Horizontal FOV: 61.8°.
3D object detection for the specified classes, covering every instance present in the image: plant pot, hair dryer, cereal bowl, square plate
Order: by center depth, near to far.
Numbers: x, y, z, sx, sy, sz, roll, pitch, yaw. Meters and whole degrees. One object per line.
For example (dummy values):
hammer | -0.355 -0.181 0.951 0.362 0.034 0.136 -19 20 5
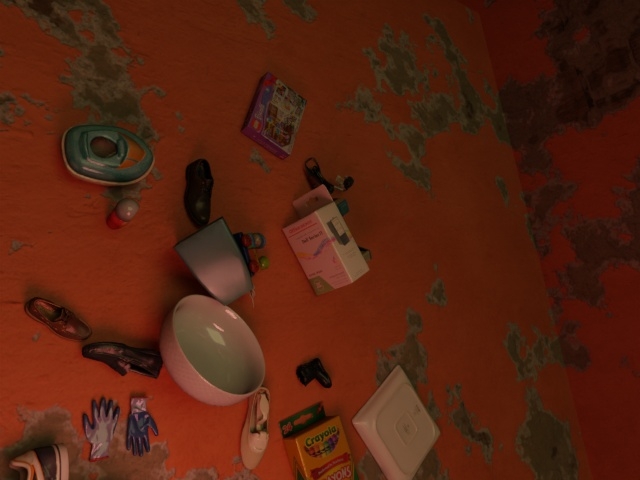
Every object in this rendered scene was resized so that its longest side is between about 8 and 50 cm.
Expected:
cereal bowl | -0.326 0.330 1.535 0.339 0.141 0.339 40 22 -20
plant pot | -0.309 0.068 1.638 0.165 0.165 0.234 -32 100 -7
square plate | 0.309 0.710 2.025 0.344 0.049 0.347 -37 99 -42
hair dryer | 0.009 -0.174 2.115 0.223 0.080 0.294 23 53 -14

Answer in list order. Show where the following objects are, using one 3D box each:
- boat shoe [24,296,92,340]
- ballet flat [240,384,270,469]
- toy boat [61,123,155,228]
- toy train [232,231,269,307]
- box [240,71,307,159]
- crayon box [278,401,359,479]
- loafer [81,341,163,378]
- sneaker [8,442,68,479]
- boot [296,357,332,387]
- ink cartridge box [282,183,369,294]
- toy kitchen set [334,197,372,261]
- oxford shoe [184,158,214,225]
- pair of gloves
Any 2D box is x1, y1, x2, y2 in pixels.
boat shoe | -0.673 0.205 1.383 0.178 0.060 0.064 38 53 -23
ballet flat | -0.192 0.568 1.636 0.086 0.086 0.249 18 63 -34
toy boat | -0.592 -0.194 1.546 0.267 0.148 0.319 -5 77 -41
toy train | -0.223 0.092 1.794 0.143 0.105 0.248 -14 87 -59
box | -0.175 -0.485 2.070 0.200 0.057 0.293 32 56 -28
crayon box | 0.001 0.713 1.743 0.202 0.081 0.319 -13 82 -42
loafer | -0.532 0.326 1.445 0.223 0.076 0.078 22 53 -37
sneaker | -0.640 0.637 1.206 0.127 0.126 0.321 5 63 -42
boot | -0.024 0.471 1.839 0.099 0.045 0.121 -21 81 -45
ink cartridge box | 0.000 0.000 1.929 0.119 0.207 0.354 -30 92 -44
toy kitchen set | 0.112 -0.032 2.018 0.122 0.166 0.207 -37 125 -29
oxford shoe | -0.390 -0.161 1.741 0.082 0.096 0.227 1 74 -42
pair of gloves | -0.528 0.497 1.421 0.198 0.023 0.159 7 71 -37
